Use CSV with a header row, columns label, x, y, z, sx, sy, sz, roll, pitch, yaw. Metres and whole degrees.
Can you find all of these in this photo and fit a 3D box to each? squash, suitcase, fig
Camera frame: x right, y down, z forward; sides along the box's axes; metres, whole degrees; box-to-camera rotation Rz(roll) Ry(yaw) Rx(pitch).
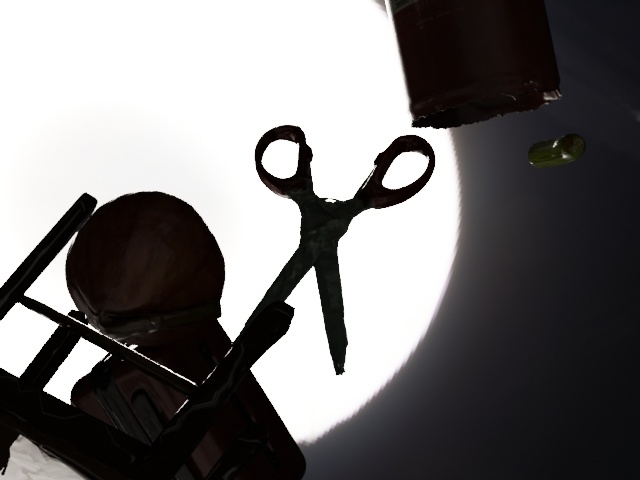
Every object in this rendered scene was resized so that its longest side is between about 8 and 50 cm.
label,x,y,z,sx,sy,sz,roll,pitch,yaw
squash,0.222,-0.084,1.257,0.027,0.027,0.083,30,-9,-13
suitcase,-0.166,0.248,1.753,0.161,0.236,0.297,-30,-85,22
fig,-0.206,0.044,1.591,0.205,0.205,0.205,19,-26,10

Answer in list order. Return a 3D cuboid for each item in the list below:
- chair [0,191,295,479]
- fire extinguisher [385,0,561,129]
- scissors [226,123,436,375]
label,x,y,z,sx,sy,sz,roll,pitch,yaw
chair,-0.170,0.141,0.729,0.186,0.319,0.160,29,-39,13
fire extinguisher,0.075,-0.247,0.880,0.107,0.336,0.147,-12,-3,6
scissors,0.000,0.000,1.000,0.144,0.247,0.017,6,-45,10
